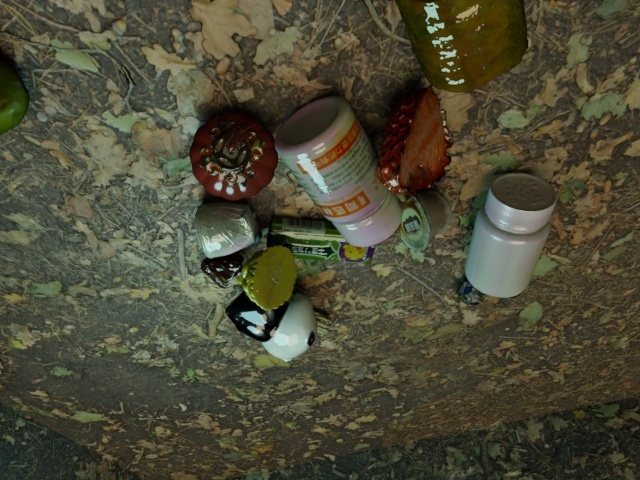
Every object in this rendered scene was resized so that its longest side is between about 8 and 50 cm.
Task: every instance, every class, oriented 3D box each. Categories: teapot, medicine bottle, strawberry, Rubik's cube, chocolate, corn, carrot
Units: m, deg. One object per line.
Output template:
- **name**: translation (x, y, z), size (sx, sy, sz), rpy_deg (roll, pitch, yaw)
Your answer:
- **teapot**: translation (-0.272, -0.018, 1.401), size (0.178, 0.163, 0.221), rpy_deg (-9, 135, -2)
- **medicine bottle**: translation (0.588, -0.008, 1.441), size (0.214, 0.213, 0.378), rpy_deg (-5, 135, 0)
- **strawberry**: translation (0.225, -0.228, 1.183), size (0.150, 0.279, 0.253), rpy_deg (11, 164, 38)
- **Rubik's cube**: translation (0.563, 0.189, 1.714), size (0.111, 0.093, 0.111), rpy_deg (-3, 134, -4)
- **chocolate**: translation (0.317, -0.086, 1.400), size (0.147, 0.221, 0.221), rpy_deg (-24, 138, -21)
- **corn**: translation (-0.048, 0.299, 1.784), size (0.211, 0.087, 0.087), rpy_deg (33, 123, -25)
- **medicine bottle**: translation (0.063, -0.172, 1.238), size (0.220, 0.219, 0.388), rpy_deg (-23, 132, 17)
- **carrot**: translation (0.292, -0.475, 0.953), size (0.242, 0.241, 0.340), rpy_deg (-23, 136, 16)

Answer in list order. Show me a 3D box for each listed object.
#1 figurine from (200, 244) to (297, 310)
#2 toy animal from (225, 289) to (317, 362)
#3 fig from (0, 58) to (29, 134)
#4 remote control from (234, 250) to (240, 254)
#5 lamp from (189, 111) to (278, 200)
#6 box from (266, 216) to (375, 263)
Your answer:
- **figurine**: translation (-0.238, 0.105, 1.451), size (0.168, 0.187, 0.316), rpy_deg (-3, -177, -43)
- **toy animal**: translation (-0.156, 0.275, 1.600), size (0.310, 0.251, 0.251), rpy_deg (43, 122, -4)
- **fig**: translation (-0.817, -0.310, 1.078), size (0.206, 0.205, 0.275), rpy_deg (29, 146, -28)
- **remote control**: translation (-0.296, 0.041, 1.556), size (0.039, 0.014, 0.096), rpy_deg (26, 128, -27)
- **lamp**: translation (-0.221, -0.216, 1.176), size (0.227, 0.226, 0.226), rpy_deg (-2, 134, -2)
- **box**: translation (0.000, 0.000, 1.486), size (0.346, 0.097, 0.134), rpy_deg (4, 125, -8)
